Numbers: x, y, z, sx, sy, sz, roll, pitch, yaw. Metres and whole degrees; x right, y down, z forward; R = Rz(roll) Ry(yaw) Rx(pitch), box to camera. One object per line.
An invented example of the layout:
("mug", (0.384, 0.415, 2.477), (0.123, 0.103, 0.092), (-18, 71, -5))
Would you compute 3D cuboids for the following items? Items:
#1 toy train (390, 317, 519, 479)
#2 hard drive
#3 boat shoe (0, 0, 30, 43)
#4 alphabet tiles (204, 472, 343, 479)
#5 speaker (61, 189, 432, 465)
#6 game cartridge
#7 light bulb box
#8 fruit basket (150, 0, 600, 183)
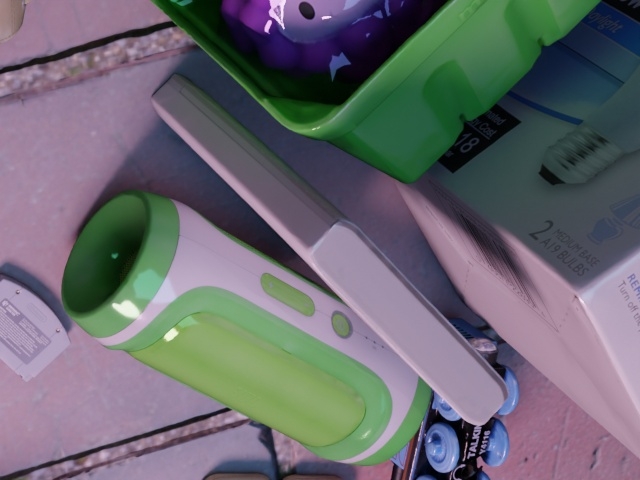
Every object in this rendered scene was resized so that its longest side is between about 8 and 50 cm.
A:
("toy train", (0.105, 0.157, 1.671), (0.080, 0.105, 0.184), (-2, 114, -33))
("hard drive", (0.000, 0.000, 1.430), (0.040, 0.307, 0.203), (-45, 123, -2))
("boat shoe", (-0.253, -0.180, 1.356), (0.103, 0.113, 0.302), (15, 116, -31))
("alphabet tiles", (-0.066, 0.330, 1.720), (0.278, 0.021, 0.284), (4, 111, -26))
("speaker", (-0.053, 0.073, 1.548), (0.296, 0.131, 0.131), (31, 97, -33))
("game cartridge", (-0.233, 0.065, 1.526), (0.056, 0.017, 0.083), (-40, 123, 1))
("light bulb box", (0.287, -0.058, 1.510), (0.361, 0.358, 0.225), (-36, 124, -7))
("fruit basket", (0.035, -0.273, 1.370), (0.392, 0.283, 0.392), (-23, 136, -25))
